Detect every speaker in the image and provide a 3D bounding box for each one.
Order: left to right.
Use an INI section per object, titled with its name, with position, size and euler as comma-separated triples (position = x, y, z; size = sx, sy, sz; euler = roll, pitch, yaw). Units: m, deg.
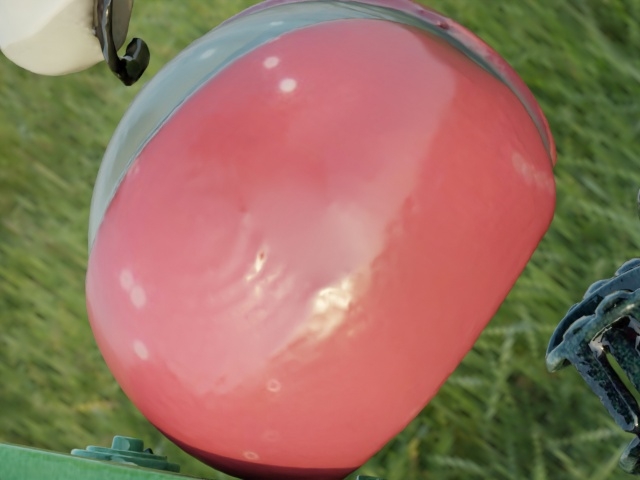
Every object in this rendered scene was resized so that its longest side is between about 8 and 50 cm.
[speaker]
position = 0.000, 0.000, 1.010
size = 0.294, 0.294, 0.294
euler = -42, 25, 25

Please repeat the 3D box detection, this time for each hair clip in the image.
[hair clip]
position = 0.274, 0.019, 1.132
size = 0.206, 0.194, 0.310
euler = -24, -22, -20

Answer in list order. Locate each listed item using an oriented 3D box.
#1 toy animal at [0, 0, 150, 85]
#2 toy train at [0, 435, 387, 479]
[toy animal]
position = -0.219, -0.232, 0.786
size = 0.194, 0.357, 0.257
euler = 18, -93, -74
[toy train]
position = -0.071, 0.182, 1.009
size = 0.202, 0.301, 0.120
euler = 22, -103, -72
